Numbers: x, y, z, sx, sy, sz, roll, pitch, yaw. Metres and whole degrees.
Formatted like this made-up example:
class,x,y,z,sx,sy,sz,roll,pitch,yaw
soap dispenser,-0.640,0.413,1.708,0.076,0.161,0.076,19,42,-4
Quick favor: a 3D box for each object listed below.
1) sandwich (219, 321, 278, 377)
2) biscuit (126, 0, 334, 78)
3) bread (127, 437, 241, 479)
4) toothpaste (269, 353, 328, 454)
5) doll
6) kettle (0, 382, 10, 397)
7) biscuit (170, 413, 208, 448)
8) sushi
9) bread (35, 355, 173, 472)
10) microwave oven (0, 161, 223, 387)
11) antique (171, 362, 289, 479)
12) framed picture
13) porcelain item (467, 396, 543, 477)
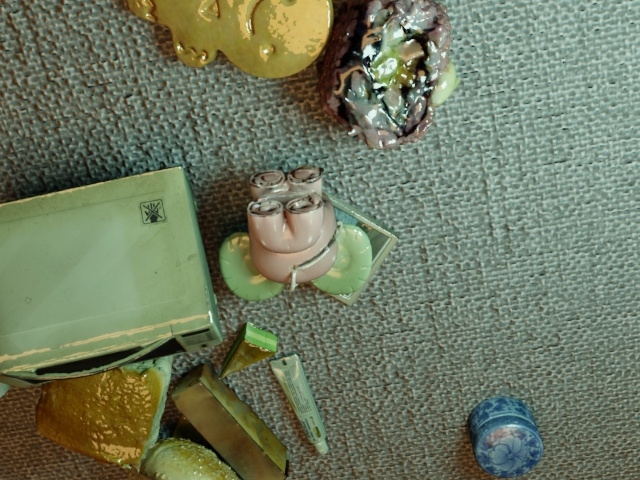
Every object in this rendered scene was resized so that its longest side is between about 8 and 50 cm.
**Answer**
class,x,y,z,sx,sy,sz,roll,pitch,yaw
sandwich,-0.148,0.240,1.793,0.074,0.074,0.116,27,114,-11
biscuit,-0.151,-0.405,1.464,0.355,0.052,0.275,27,114,1
bread,-0.265,0.537,1.852,0.305,0.159,0.305,30,150,20
toothpaste,-0.036,0.354,1.867,0.067,0.037,0.255,-16,111,15
doll,-0.051,0.008,1.583,0.284,0.216,0.268,-5,123,4
kettle,-0.696,0.155,1.690,0.265,0.205,0.318,-1,113,4
biscuit,-0.280,0.424,1.913,0.083,0.018,0.081,22,115,-9
sushi,0.124,-0.296,1.480,0.237,0.171,0.270,19,110,-8
bread,-0.430,0.283,1.735,0.279,0.225,0.250,17,110,5
microwave oven,-0.396,0.073,1.541,0.394,0.247,0.333,-12,81,-5
antique,-0.189,0.396,1.856,0.087,0.093,0.310,-33,111,15
framed picture,0.000,0.000,1.707,0.260,0.023,0.189,29,114,-12
porcelain item,0.392,0.421,1.852,0.147,0.114,0.147,0,116,-1
